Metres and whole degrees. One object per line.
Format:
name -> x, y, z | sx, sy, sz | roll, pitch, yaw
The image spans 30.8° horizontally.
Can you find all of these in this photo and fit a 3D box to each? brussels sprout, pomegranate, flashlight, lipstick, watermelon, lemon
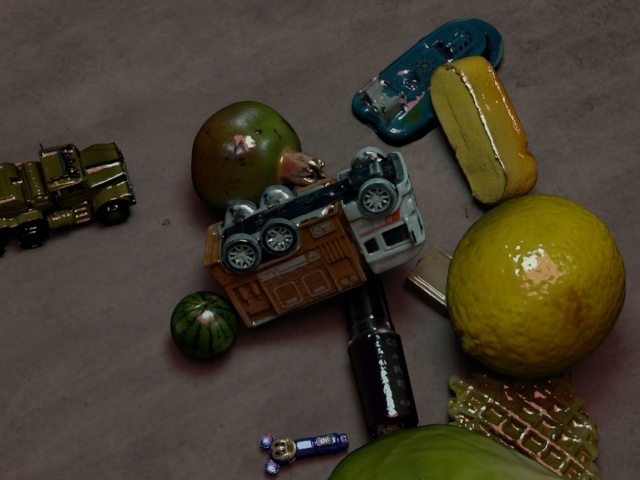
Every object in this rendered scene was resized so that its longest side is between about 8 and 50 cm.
brussels sprout -> 0.153, 0.372, 1.432 | 0.344, 0.344, 0.268 | 11, 98, 2
pomegranate -> -0.089, -0.113, 1.739 | 0.209, 0.180, 0.180 | 17, 59, 25
flashlight -> -0.021, 0.286, 1.608 | 0.121, 0.035, 0.057 | -8, 61, -8
lipstick -> 0.075, 0.141, 1.673 | 0.081, 0.081, 0.300 | -8, 56, -9
watermelon -> -0.163, 0.116, 1.652 | 0.109, 0.109, 0.109 | 2, 61, -3
lemon -> 0.303, 0.064, 1.639 | 0.267, 0.267, 0.267 | 2, 61, -3

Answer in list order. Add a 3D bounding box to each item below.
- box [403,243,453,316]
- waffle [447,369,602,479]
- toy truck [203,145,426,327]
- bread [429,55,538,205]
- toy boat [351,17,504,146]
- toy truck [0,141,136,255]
box -> 0.178, 0.058, 1.751 | 0.083, 0.035, 0.079 | 38, 65, 16
waffle -> 0.284, 0.268, 1.631 | 0.214, 0.054, 0.208 | -4, 61, -7
toy truck -> 0.000, 0.000, 1.646 | 0.305, 0.162, 0.136 | -22, 26, 8
bread -> 0.259, -0.175, 1.823 | 0.094, 0.102, 0.245 | -15, 75, -31
toy boat -> 0.189, -0.285, 1.914 | 0.134, 0.092, 0.299 | 40, 66, 20
toy truck -> -0.411, -0.078, 1.732 | 0.257, 0.127, 0.127 | -14, 62, -16
